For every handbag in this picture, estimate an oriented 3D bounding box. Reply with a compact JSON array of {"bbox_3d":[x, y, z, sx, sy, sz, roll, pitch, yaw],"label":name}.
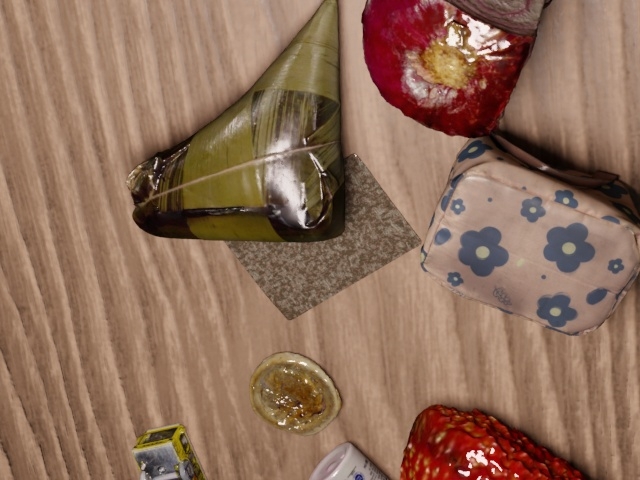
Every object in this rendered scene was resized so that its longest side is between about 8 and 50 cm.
[{"bbox_3d":[0.264,-0.020,1.708,0.251,0.193,0.190,21,122,-1],"label":"handbag"}]

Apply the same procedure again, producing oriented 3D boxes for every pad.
[{"bbox_3d":[0.000,0.000,1.874,0.235,0.003,0.158,-32,105,22],"label":"pad"}]

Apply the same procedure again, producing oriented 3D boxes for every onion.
[{"bbox_3d":[0.145,-0.239,1.623,0.206,0.216,0.207,24,125,3],"label":"onion"}]

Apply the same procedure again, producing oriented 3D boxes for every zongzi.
[{"bbox_3d":[-0.108,-0.156,1.767,0.289,0.154,0.317,2,95,14],"label":"zongzi"}]

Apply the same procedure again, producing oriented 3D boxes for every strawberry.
[{"bbox_3d":[0.234,0.397,1.887,0.343,0.292,0.292,38,117,12],"label":"strawberry"}]

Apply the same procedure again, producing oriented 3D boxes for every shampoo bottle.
[{"bbox_3d":[0.118,0.426,2.001,0.303,0.092,0.092,44,115,-11],"label":"shampoo bottle"}]

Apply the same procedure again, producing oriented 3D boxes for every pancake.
[{"bbox_3d":[-0.039,0.224,1.975,0.139,0.022,0.139,5,116,10],"label":"pancake"}]

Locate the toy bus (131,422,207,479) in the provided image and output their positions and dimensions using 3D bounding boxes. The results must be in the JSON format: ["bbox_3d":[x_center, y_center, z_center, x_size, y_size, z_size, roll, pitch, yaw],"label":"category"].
[{"bbox_3d":[-0.203,0.387,2.056,0.081,0.074,0.226,-15,111,19],"label":"toy bus"}]
